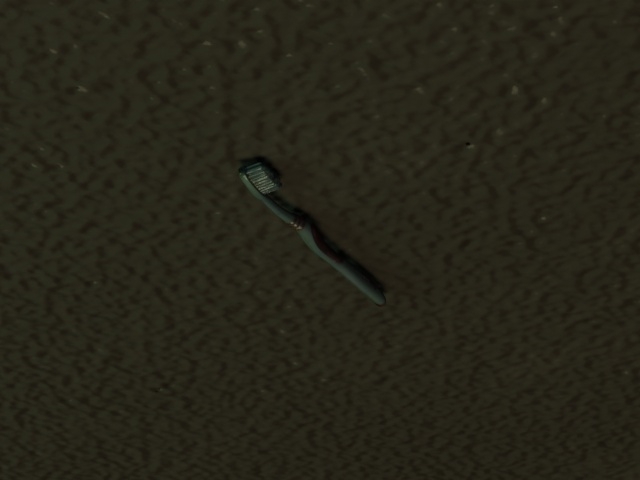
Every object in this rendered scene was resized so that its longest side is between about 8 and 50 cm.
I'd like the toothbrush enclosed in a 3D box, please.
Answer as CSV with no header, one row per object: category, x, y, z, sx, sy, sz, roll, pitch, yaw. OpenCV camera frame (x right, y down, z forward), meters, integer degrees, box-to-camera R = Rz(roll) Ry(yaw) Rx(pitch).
toothbrush,0.000,0.000,1.086,0.019,0.013,0.193,-20,147,17
